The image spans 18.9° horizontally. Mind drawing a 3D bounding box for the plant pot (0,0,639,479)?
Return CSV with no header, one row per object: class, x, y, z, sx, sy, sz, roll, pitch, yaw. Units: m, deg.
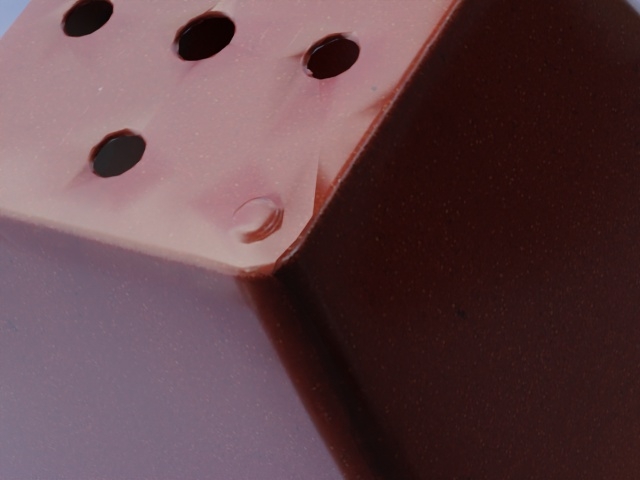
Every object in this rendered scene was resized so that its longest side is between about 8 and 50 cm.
plant pot,0.000,0.000,0.744,0.267,0.267,0.235,-57,-41,-26
